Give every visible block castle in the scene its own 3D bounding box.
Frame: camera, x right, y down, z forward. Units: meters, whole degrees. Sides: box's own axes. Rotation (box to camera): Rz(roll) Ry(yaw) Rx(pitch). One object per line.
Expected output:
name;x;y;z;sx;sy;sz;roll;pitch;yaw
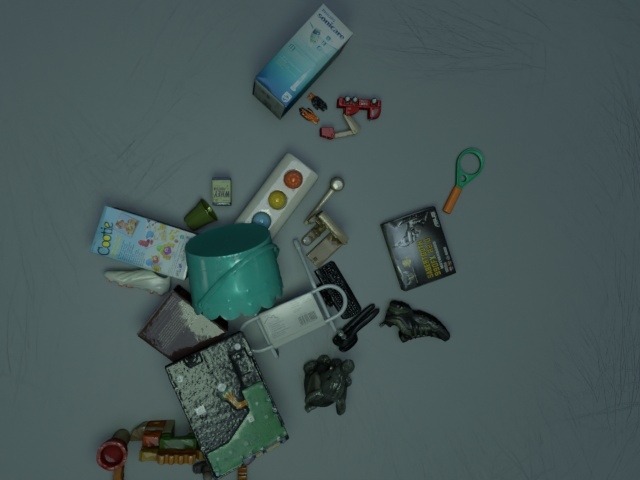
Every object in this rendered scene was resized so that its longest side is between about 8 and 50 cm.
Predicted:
block castle;-0.418;0.714;1.712;0.453;0.213;0.303;2;91;-8

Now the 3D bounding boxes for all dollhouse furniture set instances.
dollhouse furniture set;0.000;0.000;1.777;0.123;0.151;0.144;-43;100;-4

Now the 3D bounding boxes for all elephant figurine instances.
elephant figurine;0.024;0.444;1.752;0.169;0.239;0.186;-17;94;-8

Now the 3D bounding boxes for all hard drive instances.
hard drive;-0.258;0.454;1.615;0.237;0.064;0.339;-25;90;-18

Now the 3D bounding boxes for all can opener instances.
can opener;0.113;0.274;1.860;0.059;0.073;0.186;38;82;31

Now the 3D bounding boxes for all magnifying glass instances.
magnifying glass;0.464;-0.195;1.904;0.092;0.026;0.231;27;89;-8

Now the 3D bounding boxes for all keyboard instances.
keyboard;0.049;0.169;1.850;0.100;0.038;0.192;-32;95;-6

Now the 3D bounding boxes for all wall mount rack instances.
wall mount rack;-0.107;0.183;1.780;0.350;0.130;0.304;-24;99;-1

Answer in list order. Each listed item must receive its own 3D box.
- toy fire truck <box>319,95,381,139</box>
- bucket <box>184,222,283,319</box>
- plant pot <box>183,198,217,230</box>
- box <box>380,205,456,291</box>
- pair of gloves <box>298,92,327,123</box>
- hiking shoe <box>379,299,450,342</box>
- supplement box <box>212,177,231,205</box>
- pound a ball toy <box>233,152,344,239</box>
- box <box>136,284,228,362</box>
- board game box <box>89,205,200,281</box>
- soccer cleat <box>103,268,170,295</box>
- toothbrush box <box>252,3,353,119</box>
toy fire truck;0.096;-0.385;1.834;0.192;0.047;0.135;3;92;-9
bucket;-0.243;0.078;1.623;0.281;0.281;0.183;-11;113;-8
plant pot;-0.371;-0.071;1.768;0.079;0.083;0.083;-35;96;7
box;0.316;0.026;1.874;0.183;0.056;0.231;-19;94;-8
pair of gloves;-0.023;-0.417;1.835;0.074;0.010;0.083;35;84;-6
hiking shoe;0.307;0.284;1.878;0.227;0.086;0.114;27;101;-2
supplement box;-0.300;-0.148;1.766;0.056;0.083;0.083;0;93;-7
pound a ball toy;-0.089;-0.117;1.772;0.208;0.136;0.319;38;87;-7
box;-0.403;0.261;1.721;0.203;0.168;0.167;39;85;-7
board game box;-0.508;0.007;1.712;0.275;0.142;0.144;19;89;-9
soccer cleat;-0.551;0.112;1.752;0.196;0.068;0.076;16;84;-15
toothbrush box;-0.059;-0.523;1.723;0.126;0.216;0.295;43;87;-7
